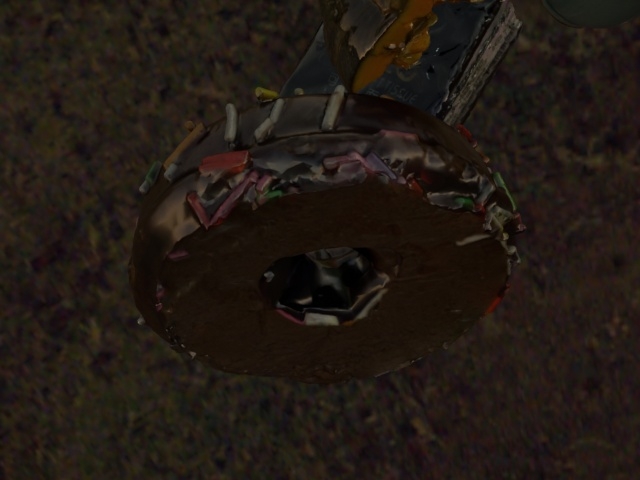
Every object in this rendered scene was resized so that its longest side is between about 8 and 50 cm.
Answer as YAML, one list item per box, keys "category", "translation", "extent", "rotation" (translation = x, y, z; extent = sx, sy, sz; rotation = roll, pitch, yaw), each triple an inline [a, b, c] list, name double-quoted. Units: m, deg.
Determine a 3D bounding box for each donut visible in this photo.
- category: "donut"
  translation: [0.000, 0.000, 0.893]
  extent: [0.269, 0.270, 0.103]
  rotation: [-13, 54, 7]

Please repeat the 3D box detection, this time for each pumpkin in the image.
- category: "pumpkin"
  translation: [0.120, -0.246, 1.021]
  extent: [0.190, 0.280, 0.139]
  rotation: [-7, 62, -23]

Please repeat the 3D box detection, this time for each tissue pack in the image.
- category: "tissue pack"
  translation: [0.079, -0.207, 1.737]
  extent: [0.245, 0.123, 0.332]
  rotation: [30, 87, 29]

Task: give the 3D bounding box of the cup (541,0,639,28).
- category: "cup"
  translation: [0.324, -0.317, 1.545]
  extent: [0.199, 0.150, 0.199]
  rotation: [11, 60, -20]
